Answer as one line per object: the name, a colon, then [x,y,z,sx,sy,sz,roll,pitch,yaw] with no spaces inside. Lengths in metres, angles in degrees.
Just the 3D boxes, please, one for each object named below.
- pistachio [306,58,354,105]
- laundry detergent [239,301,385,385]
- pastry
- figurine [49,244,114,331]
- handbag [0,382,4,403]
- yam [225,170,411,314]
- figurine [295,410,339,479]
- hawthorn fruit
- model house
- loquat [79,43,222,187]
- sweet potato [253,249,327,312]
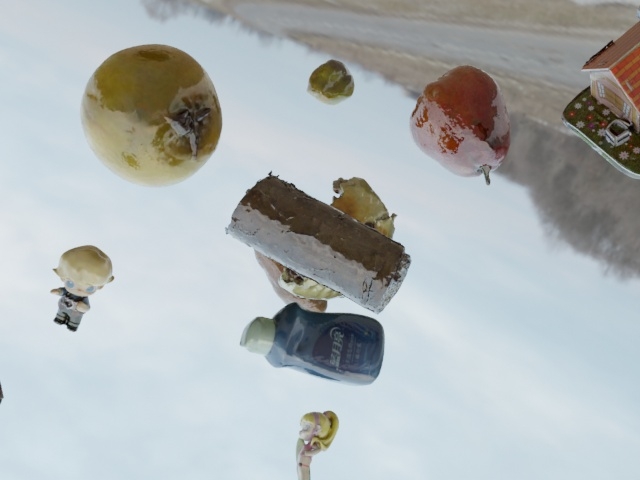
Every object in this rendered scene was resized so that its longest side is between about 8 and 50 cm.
pistachio: [0.036,-0.405,2.282,0.110,0.100,0.189,40,-156,6]
laundry detergent: [-0.016,0.200,1.741,0.290,0.143,0.094,14,167,-25]
pastry: [0.041,0.020,1.729,0.170,0.256,0.237,33,165,2]
figurine: [-0.533,0.103,1.935,0.114,0.196,0.108,29,-167,8]
handbag: [-0.582,0.200,1.283,0.203,0.216,0.074,63,-176,37]
yam: [-0.001,0.001,1.372,0.280,0.131,0.131,28,-169,11]
figurine: [-0.016,0.428,1.793,0.083,0.187,0.083,10,148,6]
hawthorn fruit: [0.323,-0.243,1.947,0.261,0.224,0.224,59,-157,17]
model house: [0.543,-0.264,1.383,0.207,0.294,0.154,49,178,31]
loquat: [-0.403,-0.294,2.044,0.359,0.328,0.328,15,-178,42]
sweet potato: [-0.073,0.078,1.961,0.251,0.097,0.097,49,176,-30]
